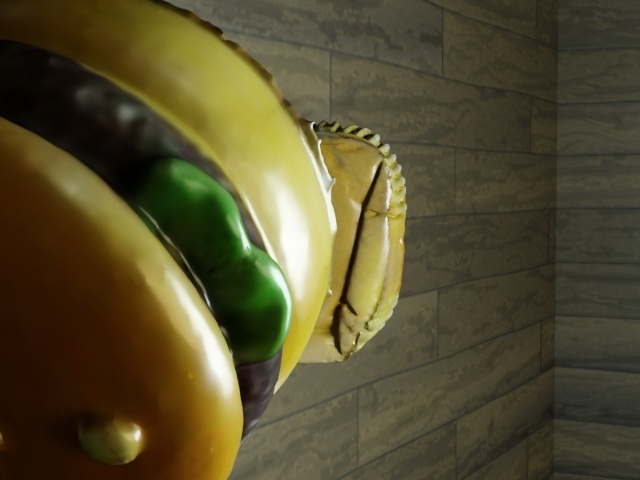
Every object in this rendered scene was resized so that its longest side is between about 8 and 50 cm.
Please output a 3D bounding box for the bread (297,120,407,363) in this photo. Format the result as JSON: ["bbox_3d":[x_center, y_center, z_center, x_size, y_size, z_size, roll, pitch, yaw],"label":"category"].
[{"bbox_3d":[0.000,0.000,1.484,0.156,0.204,0.288,-48,139,-78],"label":"bread"}]

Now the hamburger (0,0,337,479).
[{"bbox_3d":[-0.194,0.027,0.842,0.277,0.396,0.395,-55,139,-49],"label":"hamburger"}]
